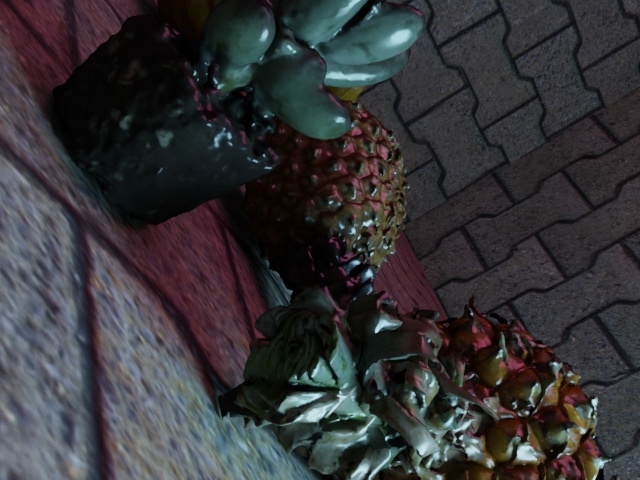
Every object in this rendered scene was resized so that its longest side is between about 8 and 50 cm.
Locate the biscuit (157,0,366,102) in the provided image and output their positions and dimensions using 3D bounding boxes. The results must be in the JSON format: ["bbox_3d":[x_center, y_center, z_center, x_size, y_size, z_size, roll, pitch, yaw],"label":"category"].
[{"bbox_3d":[-0.088,-0.274,1.221,0.325,0.107,0.326,29,0,0],"label":"biscuit"}]

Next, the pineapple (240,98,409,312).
[{"bbox_3d":[0.000,0.000,0.959,0.202,0.202,0.362,52,29,-40],"label":"pineapple"}]

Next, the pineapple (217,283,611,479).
[{"bbox_3d":[0.050,0.131,0.658,0.271,0.262,0.262,34,24,-45],"label":"pineapple"}]

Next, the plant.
[{"bbox_3d":[-0.056,-0.126,0.648,0.149,0.274,0.146,62,3,15],"label":"plant"}]

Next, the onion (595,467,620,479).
[{"bbox_3d":[0.336,0.409,1.213,0.314,0.232,0.314,36,48,-56],"label":"onion"}]

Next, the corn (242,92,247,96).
[{"bbox_3d":[-0.107,-0.170,1.131,0.092,0.092,0.280,61,10,10],"label":"corn"}]
